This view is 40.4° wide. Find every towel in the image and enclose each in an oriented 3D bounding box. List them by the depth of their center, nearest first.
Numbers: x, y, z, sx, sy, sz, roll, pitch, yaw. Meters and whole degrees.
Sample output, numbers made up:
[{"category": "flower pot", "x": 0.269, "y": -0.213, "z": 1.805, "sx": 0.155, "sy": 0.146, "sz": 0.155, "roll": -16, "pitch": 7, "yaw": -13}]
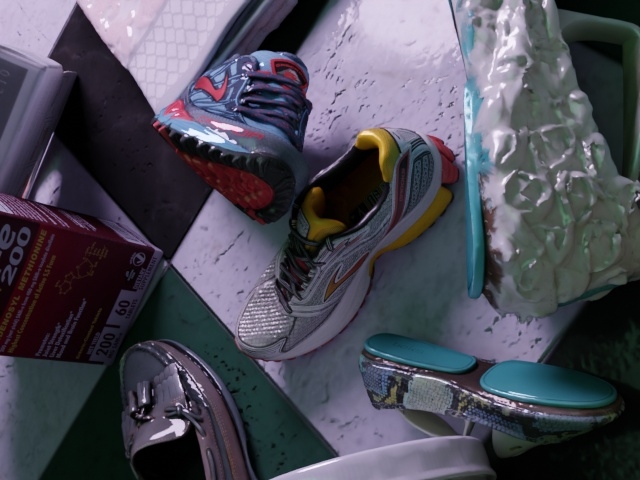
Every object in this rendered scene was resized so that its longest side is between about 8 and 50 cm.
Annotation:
[{"category": "towel", "x": -0.120, "y": -0.318, "z": 0.835, "sx": 0.332, "sy": 0.053, "sz": 0.317, "roll": -48, "pitch": 60, "yaw": 22}]

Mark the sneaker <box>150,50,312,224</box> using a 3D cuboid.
[{"category": "sneaker", "x": -0.060, "y": -0.103, "z": 0.687, "sx": 0.125, "sy": 0.104, "sz": 0.262, "roll": -49, "pitch": 26, "yaw": -1}]

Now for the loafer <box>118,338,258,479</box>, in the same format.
[{"category": "loafer", "x": -0.110, "y": 0.182, "z": 0.709, "sx": 0.096, "sy": 0.084, "sz": 0.267, "roll": -49, "pitch": 54, "yaw": 19}]

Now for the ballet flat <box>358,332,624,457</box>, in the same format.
[{"category": "ballet flat", "x": 0.109, "y": 0.108, "z": 0.578, "sx": 0.188, "sy": 0.070, "sz": 0.070, "roll": 10, "pitch": 86, "yaw": 41}]

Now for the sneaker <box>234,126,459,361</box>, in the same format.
[{"category": "sneaker", "x": 0.000, "y": 0.000, "z": 0.661, "sx": 0.225, "sy": 0.092, "sz": 0.088, "roll": -53, "pitch": 54, "yaw": 18}]

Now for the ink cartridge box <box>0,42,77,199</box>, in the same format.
[{"category": "ink cartridge box", "x": -0.334, "y": -0.060, "z": 0.876, "sx": 0.275, "sy": 0.060, "sz": 0.239, "roll": -66, "pitch": 14, "yaw": 6}]

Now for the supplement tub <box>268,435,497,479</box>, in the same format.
[{"category": "supplement tub", "x": 0.053, "y": 0.268, "z": 0.490, "sx": 0.191, "sy": 0.191, "sz": 0.272, "roll": -29, "pitch": 63, "yaw": 30}]

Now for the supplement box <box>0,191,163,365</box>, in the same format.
[{"category": "supplement box", "x": -0.269, "y": 0.032, "z": 0.771, "sx": 0.073, "sy": 0.239, "sz": 0.130, "roll": 31, "pitch": 99, "yaw": 38}]

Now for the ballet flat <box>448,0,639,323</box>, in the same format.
[{"category": "ballet flat", "x": 0.142, "y": -0.148, "z": 0.584, "sx": 0.147, "sy": 0.147, "sz": 0.409, "roll": -15, "pitch": 73, "yaw": 35}]
